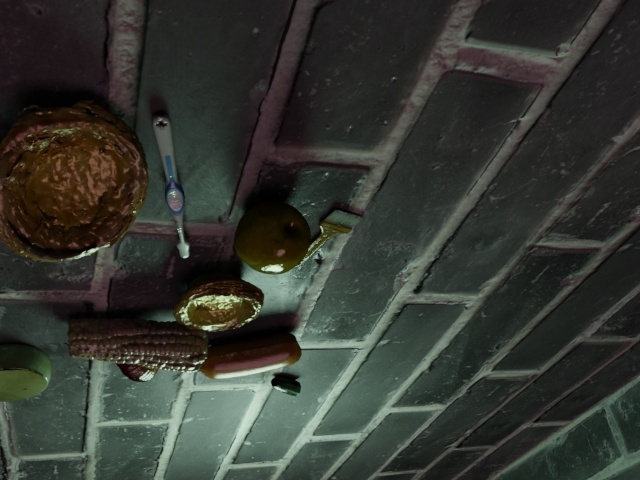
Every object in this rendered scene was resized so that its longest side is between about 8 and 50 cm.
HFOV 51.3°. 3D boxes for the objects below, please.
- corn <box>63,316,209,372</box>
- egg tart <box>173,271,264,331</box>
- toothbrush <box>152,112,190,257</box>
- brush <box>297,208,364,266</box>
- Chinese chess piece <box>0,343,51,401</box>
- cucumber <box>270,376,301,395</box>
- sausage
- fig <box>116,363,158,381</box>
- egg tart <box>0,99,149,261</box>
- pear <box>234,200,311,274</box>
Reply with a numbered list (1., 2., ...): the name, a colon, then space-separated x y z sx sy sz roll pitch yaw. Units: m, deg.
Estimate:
1. corn: -0.432 0.239 1.585 0.335 0.126 0.126 10 140 -14
2. egg tart: -0.234 0.136 1.533 0.213 0.090 0.212 -6 143 -5
3. toothbrush: -0.275 -0.087 1.254 0.040 0.040 0.386 -6 144 -8
4. brush: 0.000 0.000 1.482 0.083 0.010 0.218 16 138 -34
5. Chinese chess piece: -0.769 0.328 1.652 0.189 0.083 0.188 -10 143 -8
6. cucumber: -0.109 0.440 2.030 0.048 0.048 0.105 -33 138 27
7. sausage: -0.187 0.309 1.777 0.275 0.105 0.105 -10 145 -3
8. fig: -0.453 0.279 1.682 0.119 0.152 0.119 20 176 2
9. egg tart: -0.424 -0.105 1.101 0.291 0.107 0.290 -18 125 -27
10. pear: -0.097 -0.005 1.335 0.149 0.148 0.162 13 161 -31
